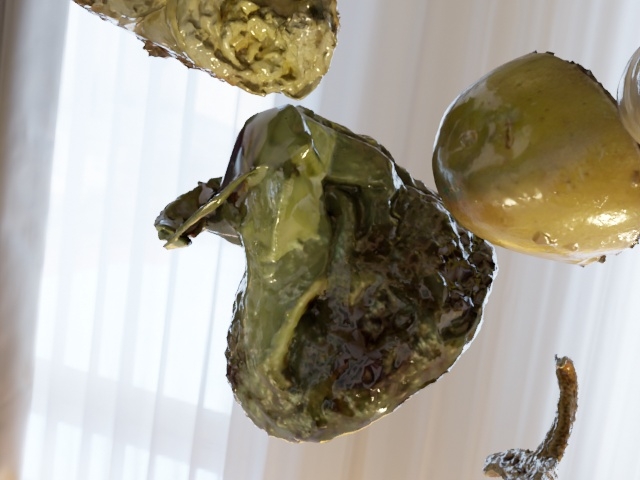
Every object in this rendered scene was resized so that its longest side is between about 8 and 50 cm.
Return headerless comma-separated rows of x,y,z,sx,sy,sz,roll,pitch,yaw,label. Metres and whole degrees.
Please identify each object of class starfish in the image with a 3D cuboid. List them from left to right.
0.255,0.302,1.016,0.094,0.327,0.375,36,167,11,starfish

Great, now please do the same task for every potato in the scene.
0.159,-0.054,0.644,0.117,0.182,0.202,-14,-133,-16,potato

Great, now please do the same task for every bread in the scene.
-0.119,-0.254,0.771,0.314,0.171,0.192,28,-177,0,bread

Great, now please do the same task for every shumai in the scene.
0.000,0.000,0.952,0.395,0.348,0.395,-27,-157,12,shumai

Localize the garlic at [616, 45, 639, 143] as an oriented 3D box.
0.184,-0.073,0.374,0.074,0.094,0.113,-8,180,4,garlic
